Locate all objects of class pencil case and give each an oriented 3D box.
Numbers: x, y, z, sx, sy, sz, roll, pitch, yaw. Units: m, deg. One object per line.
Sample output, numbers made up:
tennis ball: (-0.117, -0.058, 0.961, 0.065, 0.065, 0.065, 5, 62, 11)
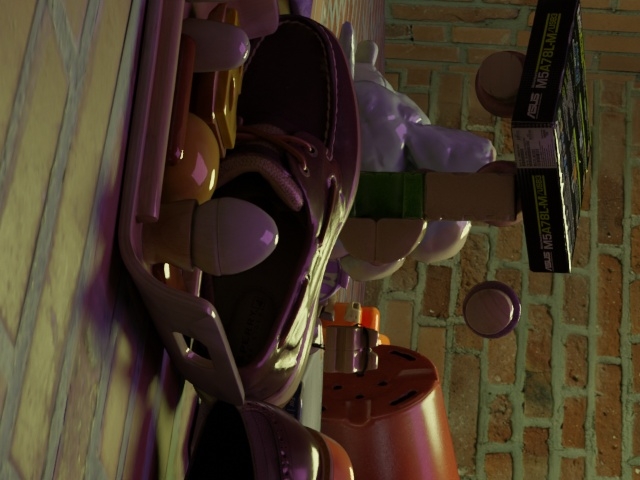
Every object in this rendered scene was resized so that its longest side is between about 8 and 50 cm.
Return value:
pencil case: (0.000, 0.000, 1.963, 0.206, 0.088, 0.086, -79, 171, -64)

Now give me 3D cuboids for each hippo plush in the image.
hippo plush: (0.034, -0.102, 1.878, 0.234, 0.294, 0.236, -51, -155, 6)

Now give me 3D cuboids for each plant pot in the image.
plant pot: (0.065, 0.293, 2.071, 0.272, 0.272, 0.265, -77, 162, -65)

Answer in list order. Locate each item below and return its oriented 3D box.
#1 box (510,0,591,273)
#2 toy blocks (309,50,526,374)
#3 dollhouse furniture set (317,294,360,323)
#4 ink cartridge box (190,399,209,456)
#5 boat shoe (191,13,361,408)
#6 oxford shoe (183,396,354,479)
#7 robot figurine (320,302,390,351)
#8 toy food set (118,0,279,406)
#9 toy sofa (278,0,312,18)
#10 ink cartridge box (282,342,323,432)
box: (0.216, -0.098, 1.490, 0.191, 0.045, 0.184, 75, 21, -44)
toy blocks: (0.075, -0.030, 1.598, 0.260, 0.288, 0.309, -4, 94, -80)
dollhouse furniture set: (0.006, 0.083, 2.239, 0.114, 0.091, 0.081, -85, -168, -53)
ink cartridge box: (-0.088, 0.188, 1.350, 0.063, 0.029, 0.115, -81, 173, -48)
boat shoe: (-0.039, -0.038, 1.263, 0.123, 0.123, 0.342, 86, 15, -69)
oxford shoe: (-0.086, 0.284, 1.130, 0.133, 0.130, 0.364, 40, 53, -43)
robot figurine: (0.029, 0.198, 2.263, 0.158, 0.128, 0.219, 93, 1, -84)
toy food set: (-0.061, -0.064, 1.088, 0.220, 0.092, 0.306, 81, 14, -69)
toy sofa: (0.026, -0.336, 1.624, 0.362, 0.150, 0.177, 72, 21, -79)
ink cartridge box: (-0.045, 0.278, 1.779, 0.307, 0.072, 0.304, -47, 142, -79)
